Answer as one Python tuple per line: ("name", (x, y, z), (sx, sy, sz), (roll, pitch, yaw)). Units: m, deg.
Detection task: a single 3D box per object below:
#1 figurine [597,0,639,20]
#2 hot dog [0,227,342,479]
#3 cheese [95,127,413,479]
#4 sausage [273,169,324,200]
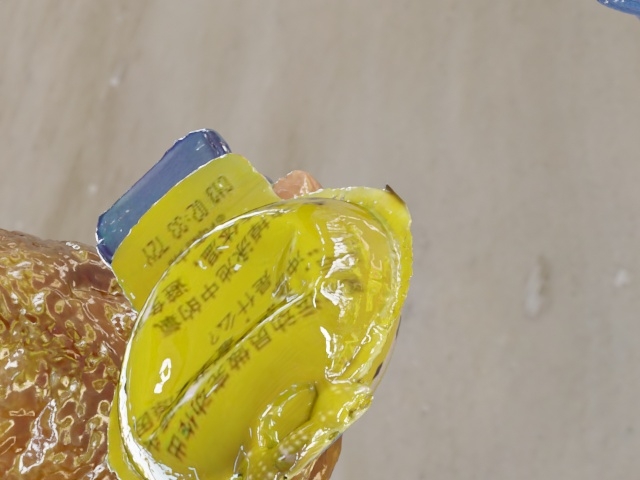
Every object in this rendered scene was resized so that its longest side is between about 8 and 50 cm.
("figurine", (0.214, -0.167, 1.096), (0.086, 0.149, 0.087), (26, 138, 67))
("hot dog", (-0.175, 0.117, 1.537), (0.174, 0.388, 0.267), (126, 151, -43))
("cheese", (-0.035, 0.022, 0.804), (0.156, 0.064, 0.250), (-42, 33, 5))
("sausage", (0.000, 0.000, 1.054), (0.034, 0.083, 0.034), (-20, 38, 17))
